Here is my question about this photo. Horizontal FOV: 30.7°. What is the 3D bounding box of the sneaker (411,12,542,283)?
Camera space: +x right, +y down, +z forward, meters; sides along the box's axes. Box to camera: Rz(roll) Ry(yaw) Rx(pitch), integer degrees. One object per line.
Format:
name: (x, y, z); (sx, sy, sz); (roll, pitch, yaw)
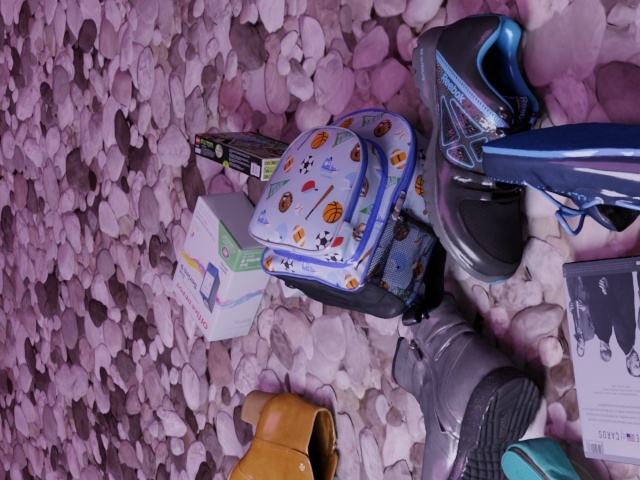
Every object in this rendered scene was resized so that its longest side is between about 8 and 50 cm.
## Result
sneaker: (0.205, -0.116, 1.458); (0.140, 0.125, 0.341); (-14, 87, 49)

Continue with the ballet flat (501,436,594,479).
ballet flat: (0.321, 0.331, 1.400); (0.247, 0.087, 0.083); (53, 147, 31)

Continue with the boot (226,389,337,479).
boot: (-0.060, 0.399, 1.925); (0.211, 0.104, 0.295); (12, 101, 53)

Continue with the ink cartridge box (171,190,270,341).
ink cartridge box: (-0.166, 0.046, 2.023); (0.154, 0.093, 0.212); (51, 135, 35)

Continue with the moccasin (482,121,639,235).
moccasin: (0.321, -0.059, 1.281); (0.342, 0.138, 0.117); (11, 118, 47)

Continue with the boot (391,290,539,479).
boot: (0.168, 0.255, 1.604); (0.223, 0.118, 0.338); (49, 125, 47)

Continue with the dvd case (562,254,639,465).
dvd case: (0.353, 0.138, 1.344); (0.179, 0.029, 0.238); (170, 93, -65)

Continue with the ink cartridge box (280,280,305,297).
ink cartridge box: (0.000, 0.000, 1.801); (0.175, 0.072, 0.127); (-33, 69, 51)

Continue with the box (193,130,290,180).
box: (-0.105, -0.139, 1.889); (0.207, 0.114, 0.036); (24, 114, 50)

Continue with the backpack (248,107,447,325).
backpack: (0.049, -0.049, 1.584); (0.276, 0.213, 0.263); (13, 70, 45)
